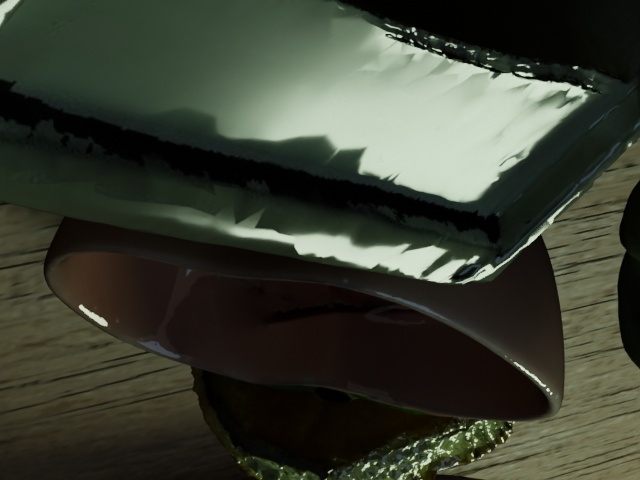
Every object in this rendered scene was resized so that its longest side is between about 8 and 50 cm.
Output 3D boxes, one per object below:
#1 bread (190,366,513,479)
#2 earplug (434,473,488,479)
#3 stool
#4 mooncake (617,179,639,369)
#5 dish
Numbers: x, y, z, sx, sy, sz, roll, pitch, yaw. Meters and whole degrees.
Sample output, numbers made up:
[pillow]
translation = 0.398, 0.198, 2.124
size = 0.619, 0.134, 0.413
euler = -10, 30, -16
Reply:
[bread]
translation = 0.014, 0.062, 0.802
size = 0.140, 0.128, 0.069
euler = -23, 150, -4
[earplug]
translation = 0.008, 0.217, 1.023
size = 0.301, 0.172, 0.172
euler = -17, 149, -29
[stool]
translation = 0.020, -0.141, 0.461
size = 0.243, 0.170, 0.269
euler = 11, 133, -48
[mooncake]
translation = 0.315, 0.027, 0.773
size = 0.351, 0.351, 0.187
euler = -22, 151, -8
[dish]
translation = 0.000, 0.000, 0.678
size = 0.213, 0.090, 0.213
euler = 13, 164, 4
